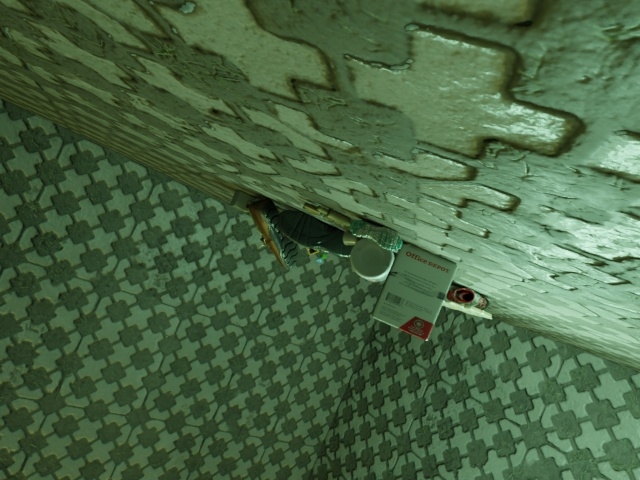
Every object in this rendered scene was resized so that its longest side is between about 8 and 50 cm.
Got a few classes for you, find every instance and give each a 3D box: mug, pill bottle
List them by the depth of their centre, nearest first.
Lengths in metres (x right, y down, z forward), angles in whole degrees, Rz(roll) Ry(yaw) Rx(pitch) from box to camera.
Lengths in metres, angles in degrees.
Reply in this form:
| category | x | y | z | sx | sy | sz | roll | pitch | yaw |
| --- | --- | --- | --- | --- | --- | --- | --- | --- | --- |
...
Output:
| category | x | y | z | sx | sy | sz | roll | pitch | yaw |
| --- | --- | --- | --- | --- | --- | --- | --- | --- | --- |
| pill bottle | 0.216 | 0.083 | 1.655 | 0.161 | 0.161 | 0.283 | 23 | 176 | 15 |
| mug | 0.140 | -0.013 | 1.702 | 0.064 | 0.078 | 0.062 | 8 | 134 | 45 |

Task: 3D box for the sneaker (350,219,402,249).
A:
| category | x | y | z | sx | sy | sz | roll | pitch | yaw |
| --- | --- | --- | --- | --- | --- | --- | --- | --- | --- |
| sneaker | 0.176 | -0.024 | 1.280 | 0.167 | 0.064 | 0.076 | 26 | -167 | 9 |

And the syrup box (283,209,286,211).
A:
| category | x | y | z | sx | sy | sz | roll | pitch | yaw |
| --- | --- | --- | --- | --- | --- | --- | --- | --- | --- |
| syrup box | -0.127 | -0.073 | 2.113 | 0.096 | 0.093 | 0.237 | 22 | 176 | 16 |

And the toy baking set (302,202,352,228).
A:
| category | x | y | z | sx | sy | sz | roll | pitch | yaw |
| --- | --- | --- | --- | --- | --- | --- | --- | --- | --- |
| toy baking set | 0.048 | -0.078 | 1.454 | 0.256 | 0.030 | 0.197 | 25 | 179 | -18 |

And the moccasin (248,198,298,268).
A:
| category | x | y | z | sx | sy | sz | roll | pitch | yaw |
| --- | --- | --- | --- | --- | --- | --- | --- | --- | --- |
| moccasin | -0.224 | -0.021 | 1.956 | 0.147 | 0.139 | 0.380 | 4 | 136 | 42 |

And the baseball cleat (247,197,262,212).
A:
| category | x | y | z | sx | sy | sz | roll | pitch | yaw |
| --- | --- | --- | --- | --- | --- | --- | --- | --- | --- |
| baseball cleat | -0.280 | -0.129 | 2.029 | 0.110 | 0.072 | 0.205 | -6 | 134 | 27 |

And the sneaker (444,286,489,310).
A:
| category | x | y | z | sx | sy | sz | roll | pitch | yaw |
| --- | --- | --- | --- | --- | --- | --- | --- | --- | --- |
| sneaker | 0.680 | 0.268 | 2.054 | 0.145 | 0.090 | 0.270 | 27 | 172 | -37 |

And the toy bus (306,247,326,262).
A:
| category | x | y | z | sx | sy | sz | roll | pitch | yaw |
| --- | --- | --- | --- | --- | --- | --- | --- | --- | --- |
| toy bus | -0.004 | 0.008 | 2.410 | 0.104 | 0.202 | 0.191 | -20 | 142 | 36 |

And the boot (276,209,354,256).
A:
| category | x | y | z | sx | sy | sz | roll | pitch | yaw |
| --- | --- | --- | --- | --- | --- | --- | --- | --- | --- |
| boot | -0.042 | -0.032 | 1.928 | 0.378 | 0.138 | 0.284 | 19 | 178 | -15 |

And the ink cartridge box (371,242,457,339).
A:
| category | x | y | z | sx | sy | sz | roll | pitch | yaw |
| --- | --- | --- | --- | --- | --- | --- | --- | --- | --- |
| ink cartridge box | 0.317 | 0.169 | 1.423 | 0.197 | 0.272 | 0.114 | 23 | 180 | 6 |

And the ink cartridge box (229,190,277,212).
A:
| category | x | y | z | sx | sy | sz | roll | pitch | yaw |
| --- | --- | --- | --- | --- | --- | --- | --- | --- | --- |
| ink cartridge box | -0.344 | -0.171 | 2.114 | 0.209 | 0.086 | 0.153 | 25 | 175 | -20 |

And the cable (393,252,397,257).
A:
| category | x | y | z | sx | sy | sz | roll | pitch | yaw |
| --- | --- | --- | --- | --- | --- | --- | --- | --- | --- |
| cable | 0.359 | 0.096 | 1.875 | 0.151 | 0.047 | 0.184 | 21 | 177 | 32 |

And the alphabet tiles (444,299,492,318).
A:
| category | x | y | z | sx | sy | sz | roll | pitch | yaw |
| --- | --- | --- | --- | --- | --- | --- | --- | --- | --- |
| alphabet tiles | 0.684 | 0.326 | 2.027 | 0.278 | 0.021 | 0.284 | 21 | 172 | -23 |
